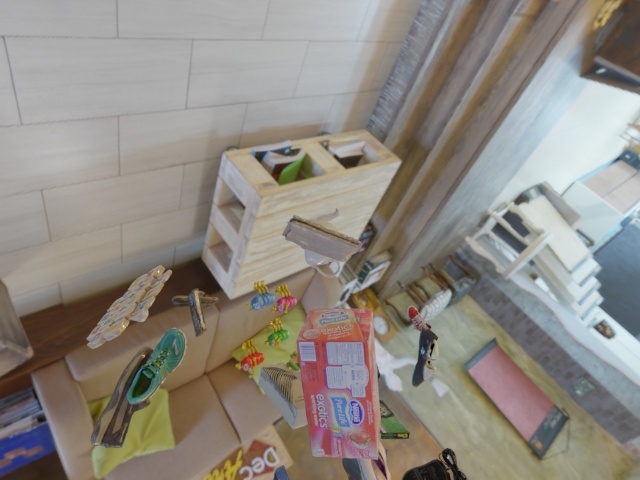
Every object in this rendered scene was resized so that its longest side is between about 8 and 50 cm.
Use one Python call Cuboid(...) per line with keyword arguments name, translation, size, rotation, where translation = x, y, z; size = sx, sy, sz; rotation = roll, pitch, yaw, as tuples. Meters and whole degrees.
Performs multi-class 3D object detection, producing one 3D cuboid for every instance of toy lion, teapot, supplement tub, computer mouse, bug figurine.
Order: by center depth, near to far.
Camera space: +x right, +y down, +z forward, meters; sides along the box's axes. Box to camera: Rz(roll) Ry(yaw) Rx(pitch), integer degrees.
Cuboid(name="bug figurine", translation=(-0.150, 0.245, 1.203), size=(0.216, 0.072, 0.280), rotation=(-16, 122, -57))
Cuboid(name="toy lion", translation=(-0.089, 0.520, 1.769), size=(0.034, 0.096, 0.100), rotation=(-50, -178, 22))
Cuboid(name="computer mouse", translation=(0.477, 1.028, 1.788), size=(0.271, 0.189, 0.072), rotation=(-16, 135, -5))
Cuboid(name="supplement tub", translation=(-0.849, 0.327, 1.902), size=(0.071, 0.071, 0.107), rotation=(-45, 145, 7))
Cuboid(name="teapot", translation=(0.023, 0.013, 2.074), size=(0.186, 0.253, 0.256), rotation=(1, 141, 5))

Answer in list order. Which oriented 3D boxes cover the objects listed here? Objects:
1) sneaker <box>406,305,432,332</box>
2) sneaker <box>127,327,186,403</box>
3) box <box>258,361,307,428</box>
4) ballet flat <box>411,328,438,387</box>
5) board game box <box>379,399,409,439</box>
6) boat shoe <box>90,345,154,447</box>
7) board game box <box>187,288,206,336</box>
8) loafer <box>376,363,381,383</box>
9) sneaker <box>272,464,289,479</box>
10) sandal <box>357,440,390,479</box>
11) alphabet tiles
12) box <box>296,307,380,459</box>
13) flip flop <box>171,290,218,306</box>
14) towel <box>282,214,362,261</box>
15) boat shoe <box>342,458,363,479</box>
Cuboid(name="sneaker", translation=(0.337, 0.274, 1.421), size=(0.042, 0.067, 0.119), rotation=(-38, 118, -9))
Cuboid(name="sneaker", translation=(-0.550, 0.428, 1.413), size=(0.276, 0.106, 0.110), rotation=(-60, 178, -13))
Cuboid(name="box", translation=(-0.130, 0.600, 1.644), size=(0.113, 0.275, 0.094), rotation=(-1, 112, -40))
Cuboid(name="ballet flat", translation=(0.346, 0.392, 1.363), size=(0.074, 0.074, 0.204), rotation=(1, 99, -57))
Cuboid(name="board game box", translation=(0.217, 0.666, 1.568), size=(0.259, 0.136, 0.031), rotation=(-163, -99, -77))
Cuboid(name="boat shoe", translation=(-0.676, 0.559, 1.495), size=(0.132, 0.130, 0.356), rotation=(-13, -129, 66))
Cuboid(name="board game box", translation=(-0.543, 0.318, 1.837), size=(0.026, 0.187, 0.126), rotation=(-7, 161, -31))
Cuboid(name="loafer", translation=(0.057, 0.374, 1.331), size=(0.109, 0.302, 0.096), rotation=(-26, 115, -46))
Cuboid(name="sneaker", translation=(-0.123, 0.758, 1.215), size=(0.090, 0.081, 0.233), rotation=(-13, 114, -16))
Cuboid(name="sandal", translation=(0.159, 0.649, 1.297), size=(0.102, 0.417, 0.169), rotation=(-16, 147, -5))
Cuboid(name="alphabet tiles", translation=(-0.565, 0.187, 1.231), size=(0.277, 0.021, 0.284), rotation=(-27, -152, 25))
Cuboid(name="box", translation=(0.050, 0.314, 0.930), size=(0.142, 0.153, 0.301), rotation=(-60, 144, -68))
Cuboid(name="flip flop", translation=(-0.643, 0.298, 2.162), size=(0.112, 0.080, 0.276), rotation=(-34, 151, 29))
Cuboid(name="towel", translation=(0.000, 0.000, 1.548), size=(0.187, 0.281, 0.049), rotation=(127, -18, -68))
Cuboid(name="boat shoe", translation=(0.174, 0.976, 1.786), size=(0.103, 0.118, 0.321), rotation=(-37, 130, -31))
